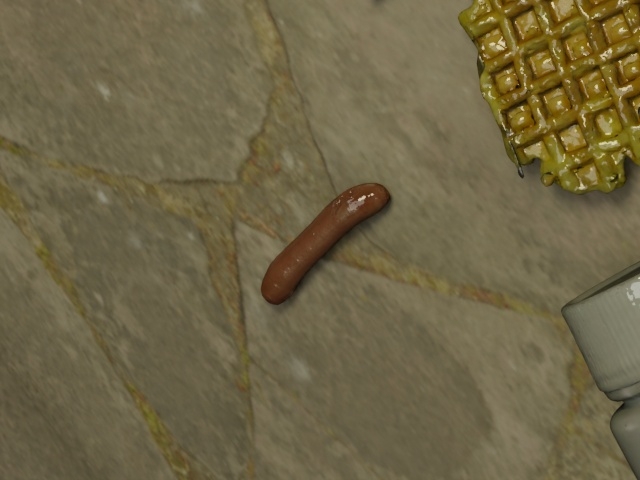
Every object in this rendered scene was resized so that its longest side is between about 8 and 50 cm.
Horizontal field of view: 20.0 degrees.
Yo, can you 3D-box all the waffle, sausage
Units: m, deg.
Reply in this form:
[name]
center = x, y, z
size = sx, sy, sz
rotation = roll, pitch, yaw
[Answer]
[waffle]
center = 0.251, -0.193, 1.767
size = 0.262, 0.060, 0.280
rotation = 28, 109, 21
[sausage]
center = 0.000, 0.000, 1.928
size = 0.186, 0.043, 0.043
rotation = -44, 81, 25

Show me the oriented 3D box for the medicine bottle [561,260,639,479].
[medicine bottle]
center = 0.392, 0.183, 1.691
size = 0.211, 0.211, 0.371
rotation = -28, 88, 27
